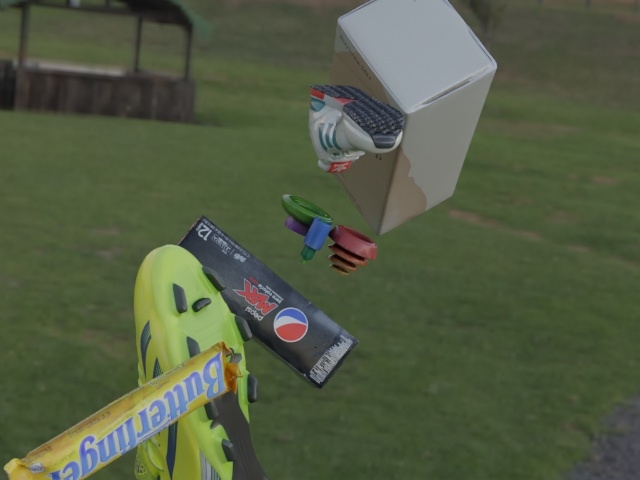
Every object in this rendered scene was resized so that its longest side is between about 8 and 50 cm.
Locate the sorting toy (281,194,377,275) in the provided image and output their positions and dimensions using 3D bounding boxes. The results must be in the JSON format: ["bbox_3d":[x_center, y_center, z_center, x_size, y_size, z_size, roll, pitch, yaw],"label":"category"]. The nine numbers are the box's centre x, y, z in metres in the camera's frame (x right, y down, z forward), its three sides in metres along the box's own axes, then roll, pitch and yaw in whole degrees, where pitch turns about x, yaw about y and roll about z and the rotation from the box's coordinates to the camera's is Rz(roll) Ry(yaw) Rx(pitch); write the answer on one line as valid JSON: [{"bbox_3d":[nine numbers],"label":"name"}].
[{"bbox_3d":[0.000,0.000,1.205,0.102,0.042,0.061,31,11,15],"label":"sorting toy"}]

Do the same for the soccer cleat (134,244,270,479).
[{"bbox_3d":[-0.100,0.144,0.987,0.121,0.289,0.093,-5,21,27],"label":"soccer cleat"}]

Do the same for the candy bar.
[{"bbox_3d":[-0.116,0.110,0.810,0.161,0.040,0.018,-29,32,-26],"label":"candy bar"}]

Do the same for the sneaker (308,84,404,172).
[{"bbox_3d":[0.030,-0.092,1.243,0.057,0.075,0.161,-1,21,-22],"label":"sneaker"}]

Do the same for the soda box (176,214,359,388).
[{"bbox_3d":[-0.052,0.053,1.127,0.169,0.053,0.060,40,-8,-3],"label":"soda box"}]

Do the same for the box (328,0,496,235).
[{"bbox_3d":[0.093,-0.148,1.560,0.121,0.148,0.311,-29,-21,-15],"label":"box"}]
